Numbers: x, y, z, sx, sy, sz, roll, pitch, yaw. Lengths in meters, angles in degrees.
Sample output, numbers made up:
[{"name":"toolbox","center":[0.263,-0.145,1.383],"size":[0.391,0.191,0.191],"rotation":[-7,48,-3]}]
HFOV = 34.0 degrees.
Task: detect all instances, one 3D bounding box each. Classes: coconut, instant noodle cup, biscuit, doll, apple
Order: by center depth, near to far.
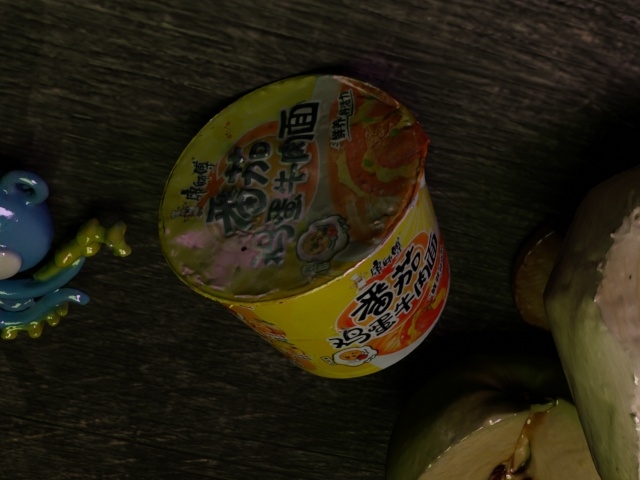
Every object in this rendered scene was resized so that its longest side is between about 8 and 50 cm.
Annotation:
[{"name":"coconut","center":[0.425,0.102,1.000],"size":[0.416,0.345,0.415],"rotation":[9,108,29]},{"name":"instant noodle cup","center":[0.000,0.000,1.012],"size":[0.264,0.264,0.200],"rotation":[-15,141,14]},{"name":"doll","center":[-0.414,0.009,1.107],"size":[0.341,0.098,0.346],"rotation":[-34,123,26]},{"name":"biscuit","center":[0.310,0.054,1.208],"size":[0.176,0.031,0.228],"rotation":[-14,131,11]},{"name":"apple","center":[0.230,0.259,1.268],"size":[0.295,0.233,0.257],"rotation":[10,120,4]}]
